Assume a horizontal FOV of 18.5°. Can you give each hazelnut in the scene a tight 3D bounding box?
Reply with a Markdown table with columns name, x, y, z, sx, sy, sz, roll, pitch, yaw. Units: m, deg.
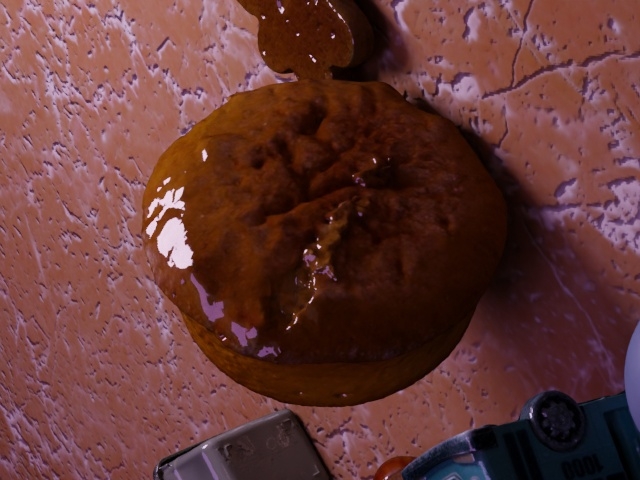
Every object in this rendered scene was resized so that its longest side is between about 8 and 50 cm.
| name | x | y | z | sx | sy | sz | roll | pitch | yaw |
| --- | --- | --- | --- | --- | --- | --- | --- | --- | --- |
| hazelnut | 0.086 | 0.250 | 1.910 | 0.086 | 0.086 | 0.086 | 33 | 135 | 41 |

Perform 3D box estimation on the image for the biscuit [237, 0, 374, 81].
| name | x | y | z | sx | sy | sz | roll | pitch | yaw |
| --- | --- | --- | --- | --- | --- | --- | --- | --- | --- |
| biscuit | -0.028 | -0.234 | 1.803 | 0.236 | 0.039 | 0.180 | 56 | 149 | 18 |

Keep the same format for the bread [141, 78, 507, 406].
| name | x | y | z | sx | sy | sz | roll | pitch | yaw |
| --- | --- | --- | --- | --- | --- | --- | --- | --- | --- |
| bread | 0.003 | 0.004 | 1.689 | 0.312 | 0.312 | 0.172 | 46 | 156 | 30 |

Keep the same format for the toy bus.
| name | x | y | z | sx | sy | sz | roll | pitch | yaw |
| --- | --- | --- | --- | --- | --- | --- | --- | --- | --- |
| toy bus | 0.207 | 0.187 | 1.503 | 0.128 | 0.256 | 0.147 | -44 | 62 | 56 |

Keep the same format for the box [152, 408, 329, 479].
| name | x | y | z | sx | sy | sz | roll | pitch | yaw |
| --- | --- | --- | --- | --- | --- | --- | --- | --- | --- |
| box | -0.075 | 0.249 | 2.067 | 0.093 | 0.172 | 0.124 | -40 | 76 | 41 |

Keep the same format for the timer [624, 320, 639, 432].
| name | x | y | z | sx | sy | sz | roll | pitch | yaw |
| --- | --- | --- | --- | --- | --- | --- | --- | --- | --- |
| timer | 0.320 | 0.090 | 1.375 | 0.255 | 0.175 | 0.175 | -23 | 90 | 63 |
